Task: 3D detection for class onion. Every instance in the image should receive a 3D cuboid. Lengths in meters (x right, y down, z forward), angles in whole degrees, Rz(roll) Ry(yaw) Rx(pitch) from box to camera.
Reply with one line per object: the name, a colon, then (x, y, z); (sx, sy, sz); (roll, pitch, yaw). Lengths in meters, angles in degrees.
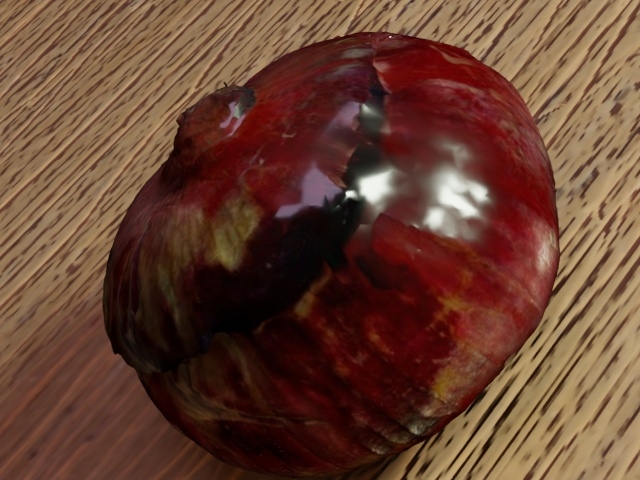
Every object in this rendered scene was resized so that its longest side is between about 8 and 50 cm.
onion: (0.000, 0.000, 0.836); (0.246, 0.190, 0.246); (-32, 29, 20)
